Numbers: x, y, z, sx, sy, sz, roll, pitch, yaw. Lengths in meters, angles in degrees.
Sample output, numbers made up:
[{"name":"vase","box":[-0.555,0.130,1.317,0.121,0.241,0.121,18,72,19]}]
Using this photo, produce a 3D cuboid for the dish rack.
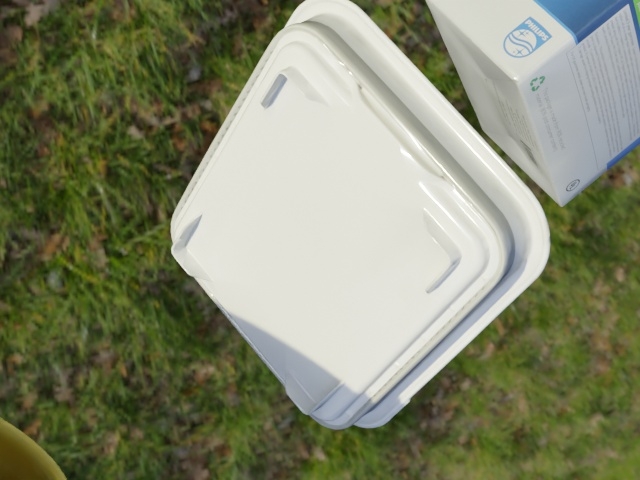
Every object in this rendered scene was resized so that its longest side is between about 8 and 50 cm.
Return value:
[{"name":"dish rack","box":[0.000,0.000,0.868,0.072,0.285,0.333,-28,163,-44]}]

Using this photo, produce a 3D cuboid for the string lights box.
[{"name":"string lights box","box":[0.192,-0.147,0.542,0.260,0.076,0.133,-39,148,0]}]

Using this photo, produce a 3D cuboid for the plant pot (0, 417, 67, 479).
[{"name":"plant pot","box":[-0.311,0.224,0.633,0.254,0.254,0.239,21,96,-39]}]
